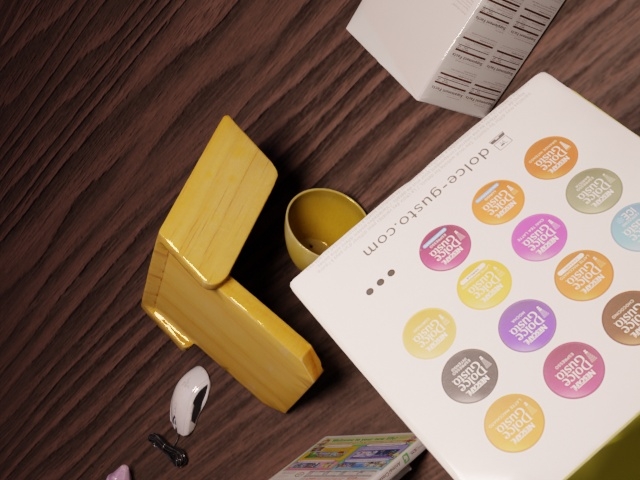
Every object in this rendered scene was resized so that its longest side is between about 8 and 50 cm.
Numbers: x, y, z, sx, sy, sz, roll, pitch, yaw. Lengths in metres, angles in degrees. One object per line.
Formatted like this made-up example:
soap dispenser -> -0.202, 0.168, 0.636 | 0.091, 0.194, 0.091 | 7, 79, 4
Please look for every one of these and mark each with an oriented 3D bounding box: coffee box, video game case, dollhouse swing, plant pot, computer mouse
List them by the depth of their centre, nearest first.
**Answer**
coffee box -> 0.245, 0.110, 1.005 | 0.337, 0.338, 0.334 | -41, 51, -2
video game case -> 0.023, 0.330, 1.415 | 0.212, 0.193, 0.023 | -14, 100, 45
plant pot -> 0.000, 0.000, 1.541 | 0.095, 0.134, 0.134 | 117, 139, -51
dollhouse swing -> -0.102, 0.050, 1.581 | 0.315, 0.305, 0.347 | -65, 2, -26
computer mouse -> -0.257, 0.316, 1.820 | 0.106, 0.042, 0.193 | 36, 110, 45

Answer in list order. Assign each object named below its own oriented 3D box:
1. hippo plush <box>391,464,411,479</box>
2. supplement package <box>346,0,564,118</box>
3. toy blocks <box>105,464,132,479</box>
hippo plush -> -0.003, 0.484, 1.425 | 0.234, 0.294, 0.236 | -14, 99, 59
supplement package -> 0.182, -0.311, 1.359 | 0.203, 0.149, 0.194 | -57, 48, 25
toy blocks -> -0.419, 0.541, 1.779 | 0.309, 0.289, 0.260 | 47, 124, 44
